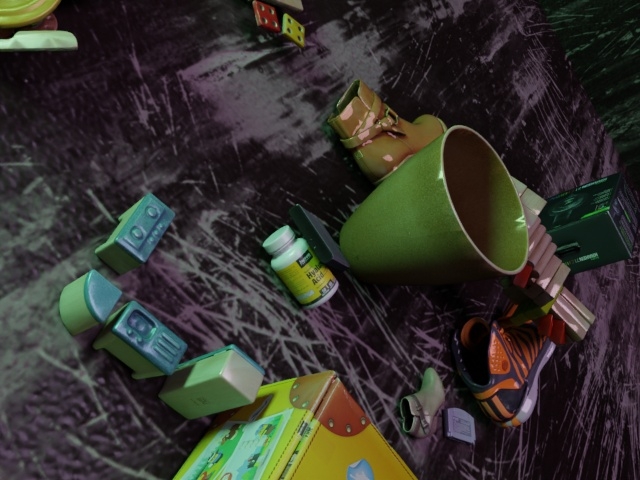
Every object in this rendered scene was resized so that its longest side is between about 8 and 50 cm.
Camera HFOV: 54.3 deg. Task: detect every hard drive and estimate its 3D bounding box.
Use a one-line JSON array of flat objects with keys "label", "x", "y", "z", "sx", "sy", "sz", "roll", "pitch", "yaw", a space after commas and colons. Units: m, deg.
[{"label": "hard drive", "x": 0.000, "y": 0.000, "z": 0.928, "sx": 0.094, "sy": 0.022, "sz": 0.135, "roll": 56, "pitch": 6, "yaw": 13}]

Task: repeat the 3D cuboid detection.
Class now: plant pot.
[{"label": "plant pot", "x": 0.161, "y": -0.024, "z": 1.006, "sx": 0.237, "sy": 0.254, "sz": 0.237, "roll": 24, "pitch": 55, "yaw": -39}]

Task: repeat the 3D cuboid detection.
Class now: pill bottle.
[{"label": "pill bottle", "x": -0.031, "y": 0.038, "z": 0.906, "sx": 0.116, "sy": 0.065, "sz": 0.065, "roll": 52, "pitch": 41, "yaw": -15}]

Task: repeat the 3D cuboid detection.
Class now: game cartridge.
[{"label": "game cartridge", "x": 0.247, "y": 0.329, "z": 1.111, "sx": 0.083, "sy": 0.017, "sz": 0.056, "roll": 29, "pitch": 55, "yaw": -37}]

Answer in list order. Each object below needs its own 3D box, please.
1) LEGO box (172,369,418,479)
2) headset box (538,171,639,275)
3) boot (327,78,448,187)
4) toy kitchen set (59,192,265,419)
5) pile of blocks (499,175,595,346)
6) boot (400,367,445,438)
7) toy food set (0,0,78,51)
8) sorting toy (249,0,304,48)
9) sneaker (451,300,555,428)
[{"label": "LEGO box", "x": -0.044, "y": 0.440, "z": 0.580, "sx": 0.373, "sy": 0.193, "sz": 0.500, "roll": 54, "pitch": 40, "yaw": -14}, {"label": "headset box", "x": 0.643, "y": -0.025, "z": 1.562, "sx": 0.131, "sy": 0.246, "sz": 0.283, "roll": 59, "pitch": 40, "yaw": -9}, {"label": "boot", "x": 0.129, "y": -0.221, "z": 1.209, "sx": 0.220, "sy": 0.109, "sz": 0.283, "roll": 46, "pitch": 50, "yaw": -17}, {"label": "toy kitchen set", "x": -0.155, "y": 0.068, "z": 0.704, "sx": 0.207, "sy": 0.122, "sz": 0.166, "roll": 45, "pitch": 43, "yaw": -24}, {"label": "pile of blocks", "x": 0.363, "y": 0.065, "z": 1.130, "sx": 0.112, "sy": 0.148, "sz": 0.362, "roll": -45, "pitch": 115, "yaw": -35}, {"label": "boot", "x": 0.166, "y": 0.266, "z": 1.032, "sx": 0.086, "sy": 0.042, "sz": 0.119, "roll": 17, "pitch": 58, "yaw": -40}, {"label": "toy food set", "x": -0.356, "y": -0.282, "z": 0.708, "sx": 0.128, "sy": 0.071, "sz": 0.218, "roll": -14, "pitch": 75, "yaw": -19}, {"label": "sorting toy", "x": -0.103, "y": -0.458, "z": 1.095, "sx": 0.132, "sy": 0.046, "sz": 0.275, "roll": -3, "pitch": 73, "yaw": -49}, {"label": "sneaker", "x": 0.362, "y": 0.188, "z": 1.227, "sx": 0.180, "sy": 0.124, "sz": 0.321, "roll": 50, "pitch": 41, "yaw": -20}]
